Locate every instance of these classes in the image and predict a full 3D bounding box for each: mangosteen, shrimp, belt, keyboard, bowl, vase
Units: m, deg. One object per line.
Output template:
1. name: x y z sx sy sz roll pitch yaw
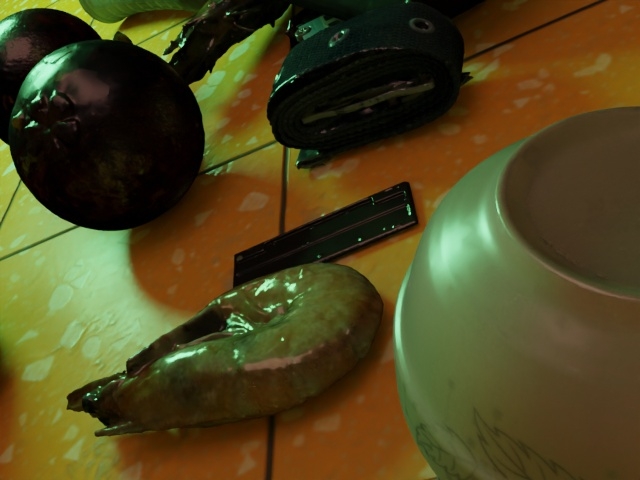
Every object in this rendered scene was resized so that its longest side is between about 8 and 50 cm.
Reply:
1. mangosteen: -0.244 -0.132 0.960 0.231 0.231 0.289 -22 5 17
2. shrimp: -0.053 -0.332 1.102 0.272 0.085 0.445 28 62 38
3. belt: 0.048 -0.180 0.833 0.218 0.122 0.128 -13 41 28
4. shrimp: -0.093 0.098 0.694 0.317 0.077 0.168 -16 32 17
5. keyboard: 0.000 0.000 0.769 0.202 0.011 0.067 -23 41 16
6. bowl: 0.178 0.026 0.435 0.287 0.144 0.287 -7 42 6
7. vase: -0.310 -0.473 1.407 0.299 0.143 0.143 12 58 41
8. mangosteen: -0.385 -0.236 1.172 0.265 0.228 0.228 2 35 -17

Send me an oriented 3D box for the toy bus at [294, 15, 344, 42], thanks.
1. toy bus: 0.017 -0.240 0.972 0.075 0.060 0.123 -26 36 6

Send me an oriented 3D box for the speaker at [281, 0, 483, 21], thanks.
1. speaker: 0.056 -0.382 0.924 0.388 0.184 0.180 28 51 36

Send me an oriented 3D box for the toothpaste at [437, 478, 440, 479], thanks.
1. toothpaste: 0.099 0.186 0.452 0.053 0.066 0.272 -13 43 26
